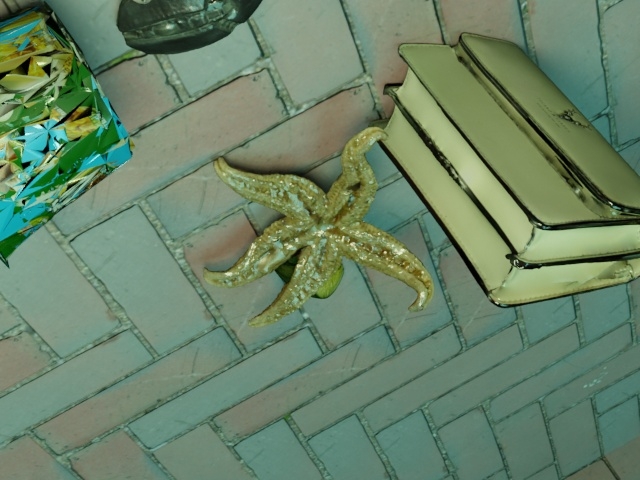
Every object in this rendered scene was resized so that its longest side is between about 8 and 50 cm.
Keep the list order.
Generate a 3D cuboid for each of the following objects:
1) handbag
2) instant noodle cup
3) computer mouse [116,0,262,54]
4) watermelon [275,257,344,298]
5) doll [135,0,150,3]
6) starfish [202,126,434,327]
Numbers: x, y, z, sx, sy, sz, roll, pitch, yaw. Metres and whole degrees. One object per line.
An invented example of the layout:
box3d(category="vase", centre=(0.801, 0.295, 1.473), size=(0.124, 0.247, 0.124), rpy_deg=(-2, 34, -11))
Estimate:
box3d(category="handbag", centre=(0.251, -0.100, 1.535), size=(0.237, 0.358, 0.160), rpy_deg=(-5, 135, -31))
box3d(category="instant noodle cup", centre=(-0.309, -0.120, 1.248), size=(0.178, 0.240, 0.240), rpy_deg=(-32, 145, -8))
box3d(category="computer mouse", centre=(-0.127, -0.261, 1.331), size=(0.192, 0.062, 0.106), rpy_deg=(-30, 144, -3))
box3d(category="watermelon", centre=(-0.028, 0.026, 1.768), size=(0.181, 0.075, 0.092), rpy_deg=(62, 44, -56))
box3d(category="doll", centre=(-0.204, -0.318, 1.182), size=(0.192, 0.095, 0.149), rpy_deg=(17, 117, -43))
box3d(category="starfish", centre=(0.004, -0.006, 1.630), size=(0.327, 0.094, 0.375), rpy_deg=(18, 128, -1))
